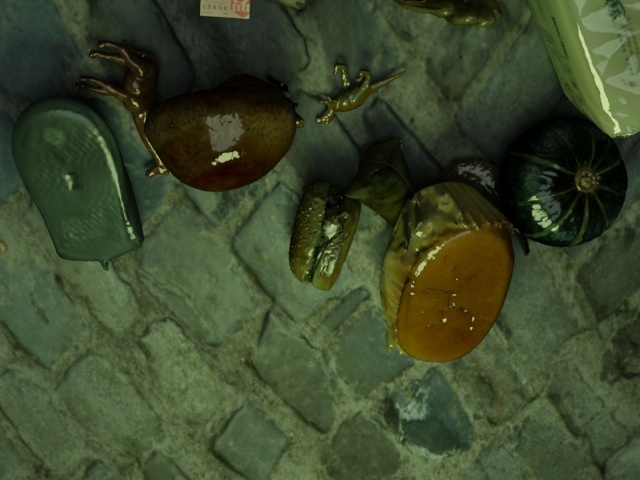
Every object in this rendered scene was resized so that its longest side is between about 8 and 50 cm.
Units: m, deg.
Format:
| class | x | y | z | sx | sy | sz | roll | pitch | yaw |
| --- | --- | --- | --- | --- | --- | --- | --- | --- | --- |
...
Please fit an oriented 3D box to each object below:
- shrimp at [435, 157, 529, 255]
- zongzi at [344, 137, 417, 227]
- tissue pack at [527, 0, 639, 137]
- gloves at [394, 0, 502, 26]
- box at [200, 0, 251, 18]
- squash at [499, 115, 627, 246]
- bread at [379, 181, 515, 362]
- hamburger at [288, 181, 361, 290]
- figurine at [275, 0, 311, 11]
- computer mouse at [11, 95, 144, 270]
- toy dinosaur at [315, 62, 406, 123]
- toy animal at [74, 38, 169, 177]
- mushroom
| class | x | y | z | sx | sy | sz | roll | pitch | yaw |
| --- | --- | --- | --- | --- | --- | --- | --- | --- | --- |
| shrimp | 0.327 | -0.055 | 1.813 | 0.173 | 0.058 | 0.253 | -28 | 111 | 15 |
| zongzi | 0.125 | -0.063 | 1.716 | 0.094 | 0.204 | 0.205 | -10 | 119 | 30 |
| tissue pack | 0.488 | -0.403 | 1.544 | 0.207 | 0.297 | 0.380 | -25 | 114 | 9 |
| gloves | 0.181 | -0.483 | 1.573 | 0.331 | 0.141 | 0.154 | 36 | 80 | -7 |
| box | -0.173 | -0.437 | 1.630 | 0.093 | 0.015 | 0.058 | 4 | 111 | -5 |
| squash | 0.465 | -0.111 | 1.718 | 0.252 | 0.165 | 0.252 | -1 | 95 | -17 |
| bread | 0.248 | 0.072 | 1.747 | 0.236 | 0.183 | 0.389 | -13 | 135 | -18 |
| hamburger | 0.000 | 0.000 | 1.742 | 0.122 | 0.189 | 0.215 | 17 | 113 | -1 |
| figurine | -0.057 | -0.523 | 1.540 | 0.145 | 0.145 | 0.222 | 19 | 112 | -12 |
| computer mouse | -0.451 | -0.111 | 1.693 | 0.188 | 0.122 | 0.371 | -9 | 120 | 3 |
| toy dinosaur | 0.074 | -0.273 | 1.711 | 0.161 | 0.039 | 0.126 | 4 | 123 | -11 |
| toy animal | -0.348 | -0.245 | 1.674 | 0.229 | 0.066 | 0.224 | 24 | 109 | -22 |
| mushroom | -0.161 | -0.196 | 1.619 | 0.283 | 0.263 | 0.195 | -28 | 86 | -25 |
